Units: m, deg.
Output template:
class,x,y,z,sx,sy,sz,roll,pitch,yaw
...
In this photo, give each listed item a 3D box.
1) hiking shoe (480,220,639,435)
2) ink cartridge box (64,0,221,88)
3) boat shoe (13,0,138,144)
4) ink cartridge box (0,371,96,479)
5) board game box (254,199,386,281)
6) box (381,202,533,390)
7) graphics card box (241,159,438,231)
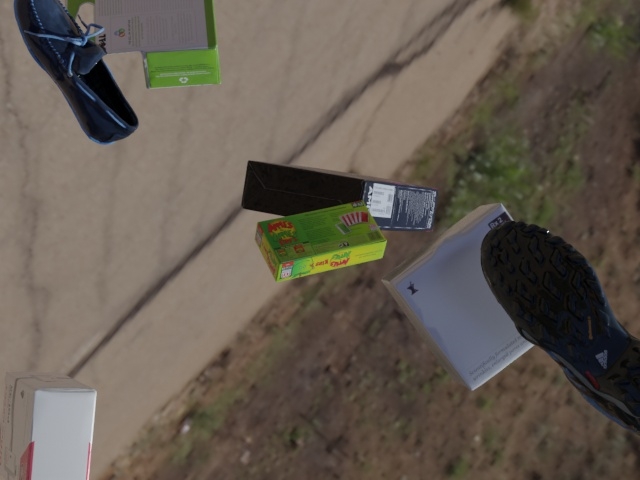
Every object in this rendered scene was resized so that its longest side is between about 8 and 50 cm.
class,x,y,z,sx,sy,sz,roll,pitch,yaw
hiking shoe,0.284,0.112,1.335,0.113,0.304,0.132,-38,166,-15
ink cartridge box,-0.307,-0.359,2.071,0.097,0.255,0.189,90,-6,-54
boat shoe,-0.344,-0.265,1.751,0.089,0.258,0.109,-9,-142,37
ink cartridge box,-0.514,0.361,2.230,0.283,0.117,0.207,-179,-86,-65
board game box,0.000,0.000,1.850,0.181,0.092,0.043,-12,140,-22
box,0.208,0.072,1.595,0.181,0.182,0.119,-36,-178,-3
graphics card box,0.044,-0.077,2.168,0.371,0.232,0.094,-2,102,-64
